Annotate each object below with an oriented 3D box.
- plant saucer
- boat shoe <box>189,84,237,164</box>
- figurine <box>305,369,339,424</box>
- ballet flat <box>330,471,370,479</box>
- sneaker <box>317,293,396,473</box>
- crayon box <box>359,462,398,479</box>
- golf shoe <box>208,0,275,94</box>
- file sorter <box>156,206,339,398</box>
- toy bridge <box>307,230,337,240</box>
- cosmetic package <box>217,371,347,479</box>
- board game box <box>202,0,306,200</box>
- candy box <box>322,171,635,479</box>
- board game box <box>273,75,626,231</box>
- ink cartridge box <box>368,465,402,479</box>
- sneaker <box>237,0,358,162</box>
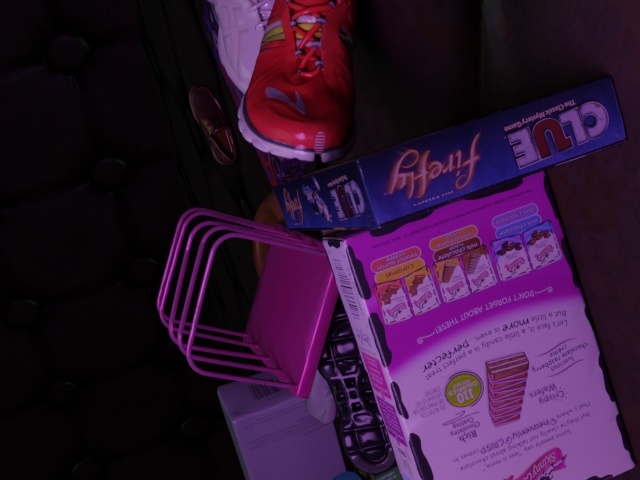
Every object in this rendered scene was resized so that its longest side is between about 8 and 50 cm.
[{"bbox_3d":[-0.075,0.012,1.402,0.200,0.037,0.200,175,90,-65],"label":"plant saucer"},{"bbox_3d":[-0.216,-0.241,1.690,0.178,0.064,0.060,67,163,-16],"label":"boat shoe"},{"bbox_3d":[-0.014,0.182,1.439,0.215,0.092,0.209,-130,28,-54],"label":"figurine"},{"bbox_3d":[0.080,0.423,1.046,0.280,0.095,0.096,-111,-1,-54],"label":"ballet flat"},{"bbox_3d":[0.049,0.191,1.155,0.106,0.101,0.267,21,-121,-82],"label":"sneaker"},{"bbox_3d":[0.144,0.385,1.085,0.278,0.081,0.165,160,90,-77],"label":"crayon box"},{"bbox_3d":[-0.073,-0.281,0.947,0.140,0.115,0.306,108,139,-64],"label":"golf shoe"},{"bbox_3d":[-0.116,0.071,1.163,0.290,0.182,0.202,-156,82,-69],"label":"file sorter"},{"bbox_3d":[0.000,0.000,1.234,0.188,0.026,0.063,96,152,-61],"label":"toy bridge"},{"bbox_3d":[-0.068,0.481,1.800,0.156,0.217,0.385,-137,32,-62],"label":"cosmetic package"},{"bbox_3d":[-0.106,-0.254,1.259,0.208,0.056,0.347,93,154,-68],"label":"board game box"},{"bbox_3d":[0.115,0.082,0.598,0.071,0.159,0.233,-179,71,-78],"label":"candy box"},{"bbox_3d":[0.071,-0.052,0.571,0.243,0.165,0.042,-177,68,-77],"label":"board game box"},{"bbox_3d":[0.117,0.315,0.771,0.153,0.087,0.208,-39,33,39],"label":"ink cartridge box"},{"bbox_3d":[-0.015,-0.180,0.725,0.118,0.107,0.279,98,175,-45],"label":"sneaker"}]
